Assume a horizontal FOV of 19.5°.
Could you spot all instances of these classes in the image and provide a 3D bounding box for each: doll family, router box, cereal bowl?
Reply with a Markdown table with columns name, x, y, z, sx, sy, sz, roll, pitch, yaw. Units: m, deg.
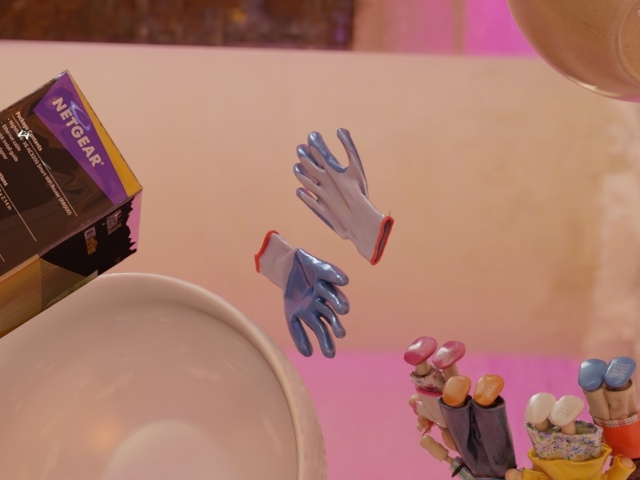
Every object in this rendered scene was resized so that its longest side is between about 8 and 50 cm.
| name | x | y | z | sx | sy | sz | roll | pitch | yaw |
| --- | --- | --- | --- | --- | --- | --- | --- | --- | --- |
| doll family | 0.176 | 0.189 | 1.639 | 0.118 | 0.263 | 0.163 | -58 | -39 | -37 |
| router box | -0.228 | 0.023 | 1.101 | 0.081 | 0.243 | 0.309 | 57 | 172 | 2 |
| cereal bowl | -0.145 | 0.201 | 1.488 | 0.141 | 0.339 | 0.339 | 37 | -129 | -64 |

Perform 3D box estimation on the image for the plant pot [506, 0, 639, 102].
| name | x | y | z | sx | sy | sz | roll | pitch | yaw |
| --- | --- | --- | --- | --- | --- | --- | --- | --- | --- |
| plant pot | 0.343 | -0.252 | 1.915 | 0.191 | 0.284 | 0.284 | -99 | 11 | -57 |

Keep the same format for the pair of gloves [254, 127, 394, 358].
| name | x | y | z | sx | sy | sz | roll | pitch | yaw |
| --- | --- | --- | --- | --- | --- | --- | --- | --- | --- |
| pair of gloves | 0.000 | 0.000 | 1.655 | 0.159 | 0.023 | 0.198 | 48 | 127 | 44 |
